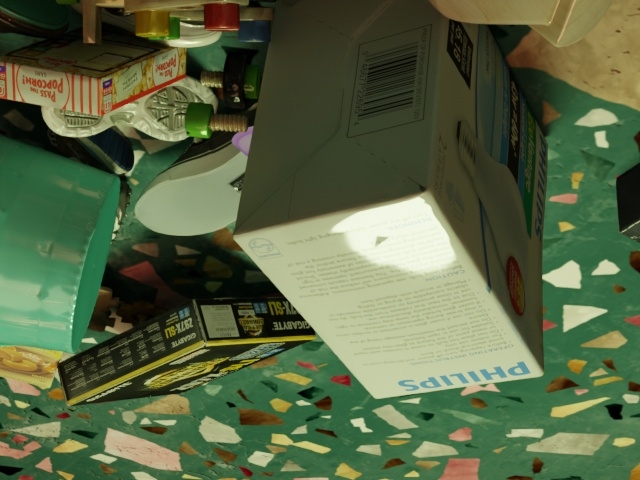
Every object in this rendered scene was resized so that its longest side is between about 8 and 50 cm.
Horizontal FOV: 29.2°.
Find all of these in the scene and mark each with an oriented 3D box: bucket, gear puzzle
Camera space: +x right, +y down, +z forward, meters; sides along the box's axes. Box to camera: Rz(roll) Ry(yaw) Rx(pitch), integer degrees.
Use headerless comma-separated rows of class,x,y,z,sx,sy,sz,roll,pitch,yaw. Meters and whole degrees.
bucket,-0.376,0.010,1.582,0.183,0.281,0.281,15,143,-3
gear puzzle,-0.400,0.081,1.939,0.338,0.044,0.175,13,150,-8

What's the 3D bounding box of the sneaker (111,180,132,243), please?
sneaker,-0.355,-0.023,1.763,0.106,0.078,0.234,22,143,-25

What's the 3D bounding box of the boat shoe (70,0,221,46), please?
boat shoe,-0.199,-0.279,1.415,0.184,0.066,0.063,21,143,-3

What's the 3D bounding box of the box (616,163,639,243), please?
box,0.495,-0.050,1.589,0.156,0.093,0.158,25,141,-23

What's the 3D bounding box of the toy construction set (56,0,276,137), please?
toy construction set,-0.173,-0.300,1.251,0.237,0.257,0.309,5,121,6

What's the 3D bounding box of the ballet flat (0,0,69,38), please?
ballet flat,-0.419,-0.303,1.388,0.280,0.095,0.096,34,135,-18

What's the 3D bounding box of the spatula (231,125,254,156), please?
spatula,-0.018,-0.063,1.535,0.084,0.030,0.296,-16,141,17

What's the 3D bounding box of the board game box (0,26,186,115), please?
board game box,-0.262,-0.197,1.399,0.146,0.193,0.045,12,114,20

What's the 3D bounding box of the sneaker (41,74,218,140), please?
sneaker,-0.243,-0.185,1.531,0.232,0.115,0.090,1,115,-29

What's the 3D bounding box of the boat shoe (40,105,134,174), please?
boat shoe,-0.321,-0.141,1.609,0.066,0.066,0.183,-12,140,25

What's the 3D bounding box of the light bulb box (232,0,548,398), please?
light bulb box,0.101,-0.064,1.405,0.225,0.358,0.361,-11,141,25

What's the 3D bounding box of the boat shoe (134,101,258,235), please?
boat shoe,-0.117,-0.109,1.591,0.306,0.105,0.113,-32,126,33

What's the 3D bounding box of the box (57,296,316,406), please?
box,-0.207,0.171,1.910,0.322,0.079,0.257,-25,165,35

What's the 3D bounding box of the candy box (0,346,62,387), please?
candy box,-0.556,0.127,1.921,0.316,0.088,0.183,16,146,-12

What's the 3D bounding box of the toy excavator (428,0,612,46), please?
toy excavator,0.085,-0.321,1.140,0.433,0.222,0.445,-27,139,-15
